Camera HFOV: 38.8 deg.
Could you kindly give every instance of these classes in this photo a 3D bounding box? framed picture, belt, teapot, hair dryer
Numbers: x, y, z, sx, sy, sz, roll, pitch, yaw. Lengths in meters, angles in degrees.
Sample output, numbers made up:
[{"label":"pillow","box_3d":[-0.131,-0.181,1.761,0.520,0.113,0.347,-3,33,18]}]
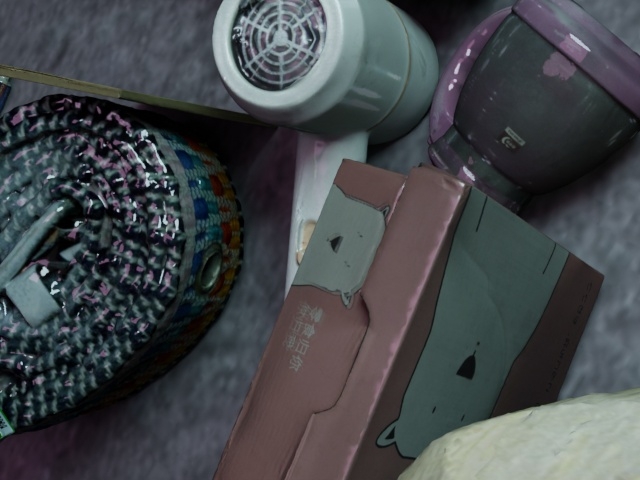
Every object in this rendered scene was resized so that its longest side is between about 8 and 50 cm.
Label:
[{"label":"framed picture","box_3d":[-0.138,-0.107,0.681,0.136,0.201,0.010,15,98,25]},{"label":"belt","box_3d":[-0.194,0.029,0.702,0.207,0.160,0.295,41,103,9]},{"label":"teapot","box_3d":[0.130,-0.091,0.609,0.148,0.116,0.146,48,110,21]},{"label":"hair dryer","box_3d":[0.000,0.000,0.634,0.107,0.173,0.357,5,94,26]}]

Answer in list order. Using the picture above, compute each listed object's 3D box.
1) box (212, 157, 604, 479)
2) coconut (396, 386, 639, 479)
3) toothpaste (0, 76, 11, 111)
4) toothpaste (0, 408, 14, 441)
[{"label":"box","box_3d":[0.062,0.081,0.546,0.086,0.215,0.215,22,89,39]},{"label":"coconut","box_3d":[0.141,0.234,0.366,0.346,0.360,0.346,178,90,-65]},{"label":"toothpaste","box_3d":[-0.315,-0.125,0.864,0.027,0.019,0.083,27,94,9]},{"label":"toothpaste","box_3d":[-0.244,0.104,0.627,0.020,0.017,0.083,-37,85,12]}]
